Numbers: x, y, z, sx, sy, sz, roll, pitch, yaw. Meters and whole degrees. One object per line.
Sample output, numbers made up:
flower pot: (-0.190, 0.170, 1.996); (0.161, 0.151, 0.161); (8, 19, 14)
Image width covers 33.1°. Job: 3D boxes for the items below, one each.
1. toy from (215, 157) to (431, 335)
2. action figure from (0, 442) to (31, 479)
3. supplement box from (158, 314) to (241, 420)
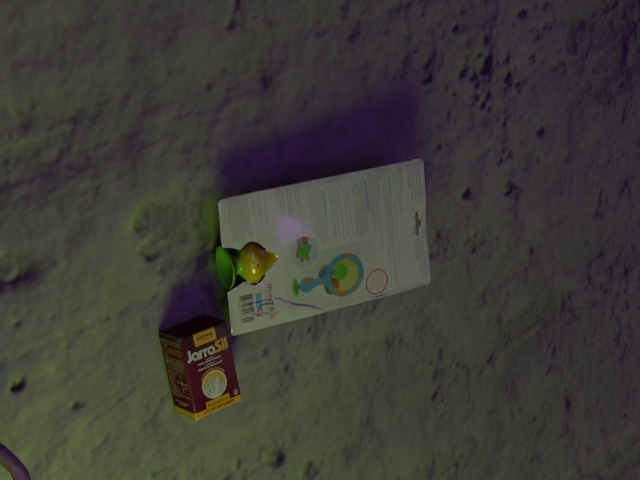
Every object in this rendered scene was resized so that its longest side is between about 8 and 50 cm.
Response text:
toy: (0.000, 0.000, 1.090); (0.237, 0.056, 0.137); (-14, 108, -31)
action figure: (-0.416, 0.290, 0.759); (0.370, 0.248, 0.276); (-64, 171, 2)
supplement box: (-0.114, 0.120, 1.022); (0.055, 0.043, 0.083); (-20, 107, -33)
